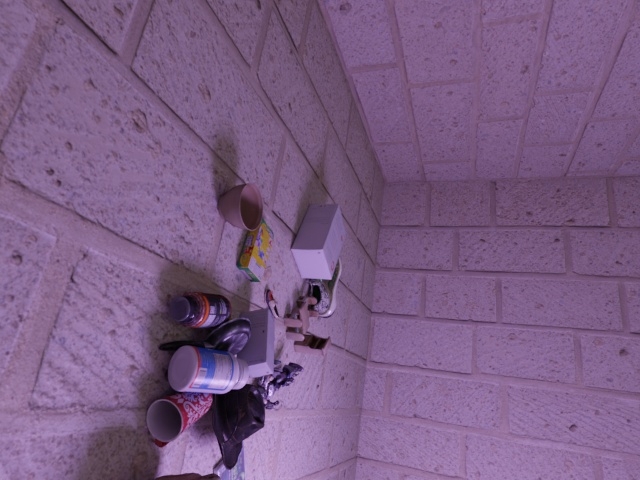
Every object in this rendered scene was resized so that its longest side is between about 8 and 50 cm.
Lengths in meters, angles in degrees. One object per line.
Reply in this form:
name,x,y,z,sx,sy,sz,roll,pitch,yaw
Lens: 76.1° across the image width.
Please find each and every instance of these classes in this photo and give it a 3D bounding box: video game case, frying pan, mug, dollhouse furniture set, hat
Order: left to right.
mug,-0.404,0.489,1.164,0.113,0.150,0.169,55,13,10
frying pan,-0.322,0.306,1.271,0.197,0.053,0.326,-44,153,-4
video game case,-0.323,0.861,1.478,0.173,0.022,0.191,-21,111,-69
hat,-0.257,0.571,1.361,0.331,0.133,0.332,169,-90,-88
dollhouse furniture set,-0.051,0.424,1.996,0.212,0.160,0.242,-48,136,-60

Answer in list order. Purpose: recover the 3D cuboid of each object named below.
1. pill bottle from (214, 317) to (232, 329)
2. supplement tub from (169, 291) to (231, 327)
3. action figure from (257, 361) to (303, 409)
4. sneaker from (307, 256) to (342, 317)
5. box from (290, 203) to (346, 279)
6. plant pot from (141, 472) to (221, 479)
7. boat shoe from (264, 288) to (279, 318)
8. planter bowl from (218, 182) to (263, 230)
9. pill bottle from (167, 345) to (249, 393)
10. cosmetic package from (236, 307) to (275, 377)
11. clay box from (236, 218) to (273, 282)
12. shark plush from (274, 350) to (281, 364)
pill bottle,-0.324,0.295,1.385,0.065,0.065,0.117,-63,148,-50
supplement tub,-0.360,0.208,1.227,0.198,0.105,0.106,30,63,-67
action figure,-0.185,0.602,1.714,0.285,0.099,0.186,-13,126,-66
sneaker,0.006,0.205,2.190,0.182,0.157,0.411,21,67,-57
box,0.000,0.000,2.104,0.346,0.168,0.215,-70,153,-43
plant pot,-0.363,0.760,1.004,0.334,0.333,0.306,45,38,-63
boat shoe,-0.205,0.270,1.740,0.049,0.043,0.137,-42,128,-61
planter bowl,-0.283,-0.117,1.413,0.162,0.109,0.162,2,90,-70
pill bottle,-0.321,0.385,1.204,0.221,0.124,0.125,30,62,-48
cosmetic package,-0.232,0.368,1.479,0.231,0.117,0.086,-96,169,-48
clay box,-0.248,0.036,1.596,0.127,0.053,0.222,62,34,-53
shark plush,-0.239,0.500,1.691,0.161,0.073,0.067,-12,83,-49
